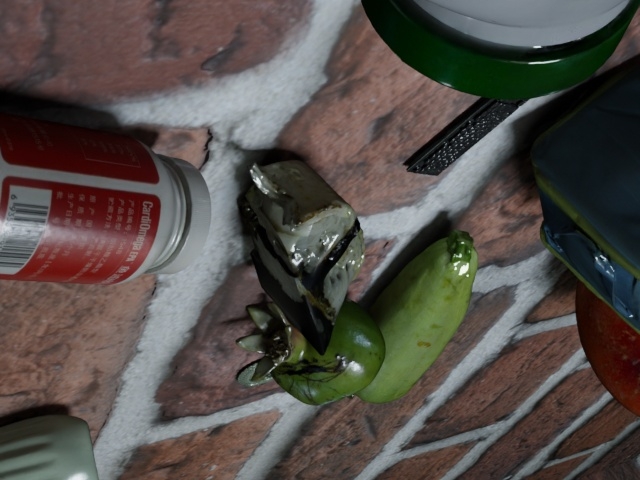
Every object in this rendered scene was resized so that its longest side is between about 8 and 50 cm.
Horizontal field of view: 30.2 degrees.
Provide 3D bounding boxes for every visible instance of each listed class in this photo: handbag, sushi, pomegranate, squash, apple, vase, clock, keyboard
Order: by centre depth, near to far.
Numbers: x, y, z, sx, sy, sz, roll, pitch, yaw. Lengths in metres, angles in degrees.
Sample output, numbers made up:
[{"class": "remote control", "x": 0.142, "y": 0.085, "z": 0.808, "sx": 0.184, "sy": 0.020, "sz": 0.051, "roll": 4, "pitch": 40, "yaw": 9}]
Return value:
[{"class": "sushi", "x": -0.012, "y": -0.017, "z": 1.234, "sx": 0.109, "sy": 0.134, "sz": 0.273, "roll": -33, "pitch": 143, "yaw": -16}, {"class": "keyboard", "x": 0.181, "y": -0.130, "z": 1.288, "sx": 0.196, "sy": 0.015, "sz": 0.074, "roll": -39, "pitch": 153, "yaw": 28}, {"class": "handbag", "x": 0.380, "y": -0.037, "z": 1.370, "sx": 0.222, "sy": 0.263, "sz": 0.241, "roll": -43, "pitch": 157, "yaw": -3}, {"class": "vase", "x": -0.400, "y": 0.292, "z": 1.454, "sx": 0.248, "sy": 0.128, "sz": 0.128, "roll": -11, "pitch": 153, "yaw": -12}, {"class": "pomegranate", "x": -0.011, "y": 0.137, "z": 1.503, "sx": 0.152, "sy": 0.131, "sz": 0.191, "roll": -33, "pitch": 147, "yaw": 23}, {"class": "squash", "x": 0.129, "y": 0.098, "z": 1.580, "sx": 0.118, "sy": 0.118, "sz": 0.371, "roll": -10, "pitch": 147, "yaw": -31}, {"class": "clock", "x": -0.081, "y": 0.184, "z": 1.667, "sx": 0.074, "sy": 0.010, "sz": 0.083, "roll": -31, "pitch": 154, "yaw": 12}, {"class": "apple", "x": 0.534, "y": 0.103, "z": 1.701, "sx": 0.348, "sy": 0.348, "sz": 0.277, "roll": -35, "pitch": 175, "yaw": 19}]

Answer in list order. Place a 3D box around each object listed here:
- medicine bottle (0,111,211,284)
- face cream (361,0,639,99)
[{"class": "medicine bottle", "x": -0.215, "y": -0.030, "z": 0.970, "sx": 0.131, "sy": 0.131, "sz": 0.250, "roll": -41, "pitch": 152, "yaw": 30}, {"class": "face cream", "x": 0.146, "y": -0.269, "z": 0.732, "sx": 0.312, "sy": 0.219, "sz": 0.357, "roll": -20, "pitch": 158, "yaw": -16}]
